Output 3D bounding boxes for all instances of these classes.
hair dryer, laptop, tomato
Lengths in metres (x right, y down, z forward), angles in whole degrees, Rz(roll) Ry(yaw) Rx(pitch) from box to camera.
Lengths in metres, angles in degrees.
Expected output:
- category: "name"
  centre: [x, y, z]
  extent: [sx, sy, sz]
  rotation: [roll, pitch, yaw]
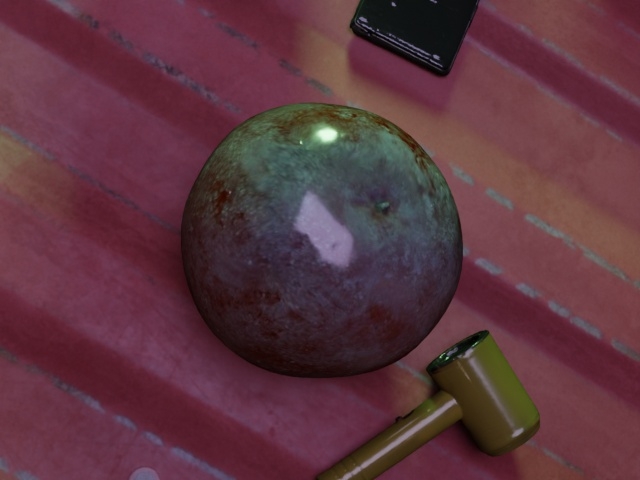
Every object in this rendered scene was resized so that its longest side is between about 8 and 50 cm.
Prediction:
- category: "hair dryer"
  centre: [0.125, 0.239, 1.115]
  extent: [0.279, 0.090, 0.135]
  rotation: [-32, 90, -10]
- category: "laptop"
  centre: [0.145, -0.343, 1.254]
  extent: [0.154, 0.026, 0.207]
  rotation: [25, 74, -6]
- category: "tomato"
  centre: [0.000, 0.000, 1.032]
  extent: [0.317, 0.282, 0.316]
  rotation: [8, 71, -22]
